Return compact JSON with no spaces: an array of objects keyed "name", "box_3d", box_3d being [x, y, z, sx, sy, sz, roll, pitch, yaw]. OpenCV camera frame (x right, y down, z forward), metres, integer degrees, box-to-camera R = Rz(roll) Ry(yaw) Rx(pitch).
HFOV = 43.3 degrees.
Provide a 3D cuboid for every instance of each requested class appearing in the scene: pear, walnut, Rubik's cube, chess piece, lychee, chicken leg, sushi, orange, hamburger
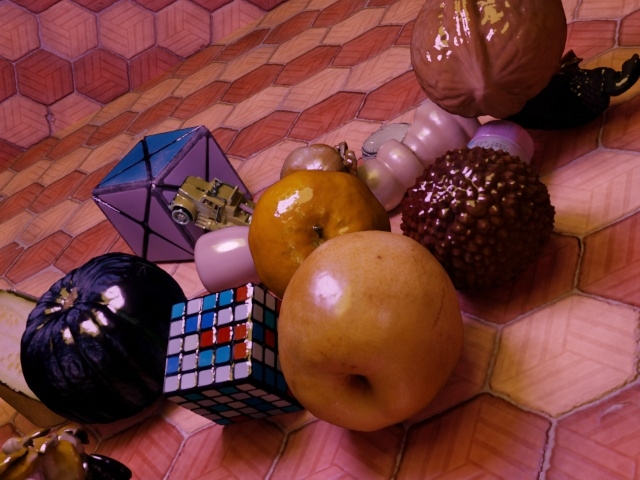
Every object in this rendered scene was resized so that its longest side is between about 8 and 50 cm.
[{"name":"pear","box_3d":[0.072,0.137,1.257,0.315,0.314,0.314,-23,32,15]},{"name":"walnut","box_3d":[0.324,-0.384,1.568,0.333,0.332,0.332,-23,32,15]},{"name":"Rubik's cube","box_3d":[-0.373,-0.114,2.044,0.259,0.254,0.260,-7,39,37]},{"name":"chess piece","box_3d":[0.199,-0.174,1.745,0.300,0.167,0.167,-41,31,-2]},{"name":"lychee","box_3d":[0.259,-0.044,1.371,0.268,0.267,0.267,-23,32,15]},{"name":"chicken leg","box_3d":[-0.017,-0.150,1.832,0.429,0.153,0.201,-113,40,-78]},{"name":"sushi","box_3d":[-0.517,0.466,1.319,0.329,0.285,0.327,-13,36,30]},{"name":"orange","box_3d":[0.000,0.000,1.545,0.279,0.279,0.235,-32,-5,1]},{"name":"Rubik's cube","box_3d":[-0.143,0.203,1.414,0.187,0.184,0.182,-15,56,25]},{"name":"hamburger","box_3d":[0.161,-0.222,1.912,0.140,0.062,0.133,-41,33,-19]}]

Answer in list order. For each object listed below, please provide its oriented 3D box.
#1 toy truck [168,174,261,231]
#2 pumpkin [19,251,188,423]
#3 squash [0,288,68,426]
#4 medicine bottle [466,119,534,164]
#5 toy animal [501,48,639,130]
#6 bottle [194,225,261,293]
[{"name":"toy truck","box_3d":[-0.207,-0.079,1.857,0.260,0.135,0.128,22,47,4]},{"name":"pumpkin","box_3d":[-0.437,0.198,1.650,0.364,0.266,0.363,-22,37,18]},{"name":"squash","box_3d":[-0.652,0.224,1.758,0.210,0.308,0.233,-13,35,28]},{"name":"medicine bottle","box_3d":[0.335,-0.140,1.570,0.135,0.135,0.168,-3,41,39]},{"name":"toy animal","box_3d":[0.510,-0.303,1.658,0.299,0.122,0.185,-22,32,19]},{"name":"bottle","box_3d":[-0.140,0.027,1.746,0.237,0.147,0.147,-17,34,18]}]
